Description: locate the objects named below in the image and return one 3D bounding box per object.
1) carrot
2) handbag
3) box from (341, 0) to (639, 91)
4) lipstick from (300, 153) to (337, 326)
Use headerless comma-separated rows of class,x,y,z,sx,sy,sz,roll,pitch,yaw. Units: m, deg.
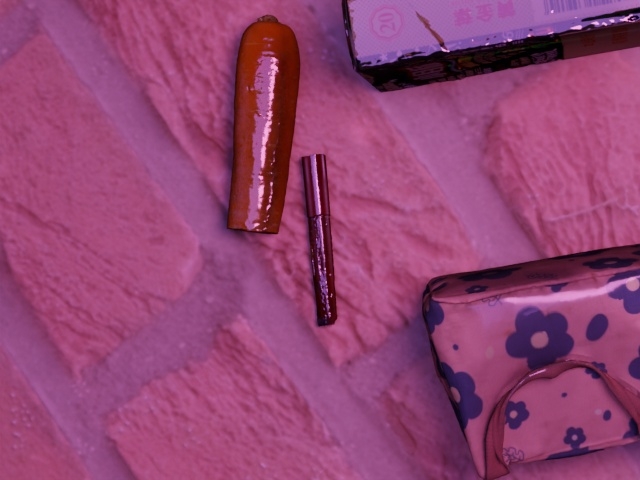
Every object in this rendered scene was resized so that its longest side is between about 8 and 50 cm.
carrot,-0.058,-0.119,1.808,0.067,0.067,0.225,5,91,9
handbag,0.232,0.115,1.703,0.251,0.190,0.193,-9,98,4
box,0.188,-0.218,1.704,0.310,0.198,0.084,-9,88,9
lipstick,0.000,0.000,1.814,0.027,0.027,0.176,-5,89,8
